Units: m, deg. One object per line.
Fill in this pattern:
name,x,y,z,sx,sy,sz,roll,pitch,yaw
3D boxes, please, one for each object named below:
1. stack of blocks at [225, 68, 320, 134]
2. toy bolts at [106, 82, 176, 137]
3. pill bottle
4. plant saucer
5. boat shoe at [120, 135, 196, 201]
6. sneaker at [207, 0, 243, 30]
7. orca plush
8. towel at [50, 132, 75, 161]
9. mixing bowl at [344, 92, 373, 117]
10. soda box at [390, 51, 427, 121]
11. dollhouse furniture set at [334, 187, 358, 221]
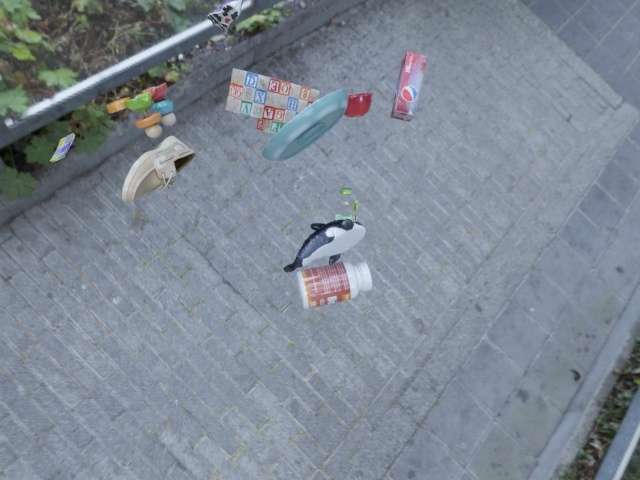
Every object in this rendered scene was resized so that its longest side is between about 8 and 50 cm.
stack of blocks,-0.155,-0.441,1.470,0.297,0.087,0.171,-1,112,-43
toy bolts,-0.671,-0.489,1.731,0.228,0.219,0.158,-57,136,-48
pill bottle,0.042,0.131,1.372,0.216,0.121,0.121,-12,75,-6
plant saucer,-0.036,-0.331,1.341,0.318,0.318,0.043,-38,91,-25
boat shoe,-0.520,-0.229,1.459,0.110,0.121,0.341,28,44,-5
sneaker,-0.304,-0.745,1.461,0.068,0.170,0.071,40,64,-38
orca plush,0.000,0.000,1.268,0.287,0.151,0.102,-35,57,-27
towel,-0.690,-0.249,1.196,0.009,0.060,0.083,46,40,-47
mixing bowl,0.164,-0.637,2.113,0.182,0.181,0.098,-15,111,-22
soda box,0.364,-0.633,1.849,0.092,0.083,0.263,13,84,-4
dollhouse furniture set,0.084,-0.094,1.461,0.076,0.058,0.151,6,104,6
